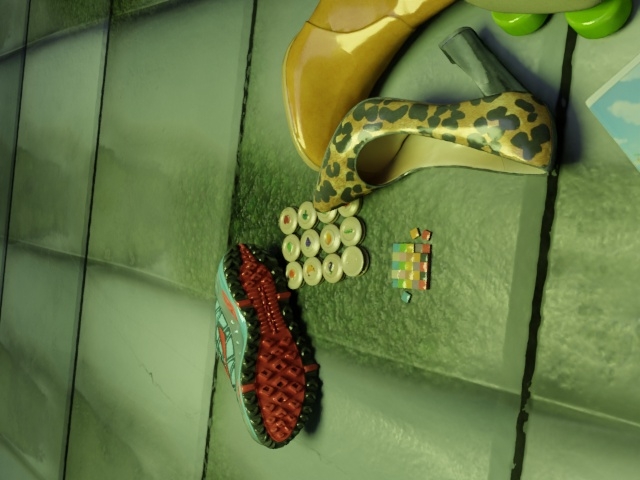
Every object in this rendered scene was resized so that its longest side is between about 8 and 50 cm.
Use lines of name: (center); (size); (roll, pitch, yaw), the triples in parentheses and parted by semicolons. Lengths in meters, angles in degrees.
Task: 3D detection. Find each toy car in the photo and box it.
toy car: (0.196, -0.290, 0.535); (0.149, 0.155, 0.188); (22, 93, 45)

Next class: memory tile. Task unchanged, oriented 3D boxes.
memory tile: (0.000, 0.000, 0.809); (0.148, 0.012, 0.113); (-15, 76, 45)

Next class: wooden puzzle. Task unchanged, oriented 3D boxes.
wooden puzzle: (0.099, 0.027, 0.706); (0.049, 0.006, 0.083); (1, 87, 47)

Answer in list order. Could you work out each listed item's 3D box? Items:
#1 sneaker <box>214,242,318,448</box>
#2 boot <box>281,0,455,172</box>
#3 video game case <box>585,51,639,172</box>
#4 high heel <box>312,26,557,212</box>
sneaker: (-0.081, 0.142, 0.843); (0.125, 0.104, 0.261); (-48, 48, 54)
boot: (0.065, -0.229, 0.694); (0.211, 0.104, 0.295); (-4, 80, 47)
video game case: (0.330, -0.105, 0.460); (0.212, 0.023, 0.193); (-46, 56, 34)
high heel: (0.099, -0.069, 0.646); (0.261, 0.093, 0.186); (-44, 50, 25)
